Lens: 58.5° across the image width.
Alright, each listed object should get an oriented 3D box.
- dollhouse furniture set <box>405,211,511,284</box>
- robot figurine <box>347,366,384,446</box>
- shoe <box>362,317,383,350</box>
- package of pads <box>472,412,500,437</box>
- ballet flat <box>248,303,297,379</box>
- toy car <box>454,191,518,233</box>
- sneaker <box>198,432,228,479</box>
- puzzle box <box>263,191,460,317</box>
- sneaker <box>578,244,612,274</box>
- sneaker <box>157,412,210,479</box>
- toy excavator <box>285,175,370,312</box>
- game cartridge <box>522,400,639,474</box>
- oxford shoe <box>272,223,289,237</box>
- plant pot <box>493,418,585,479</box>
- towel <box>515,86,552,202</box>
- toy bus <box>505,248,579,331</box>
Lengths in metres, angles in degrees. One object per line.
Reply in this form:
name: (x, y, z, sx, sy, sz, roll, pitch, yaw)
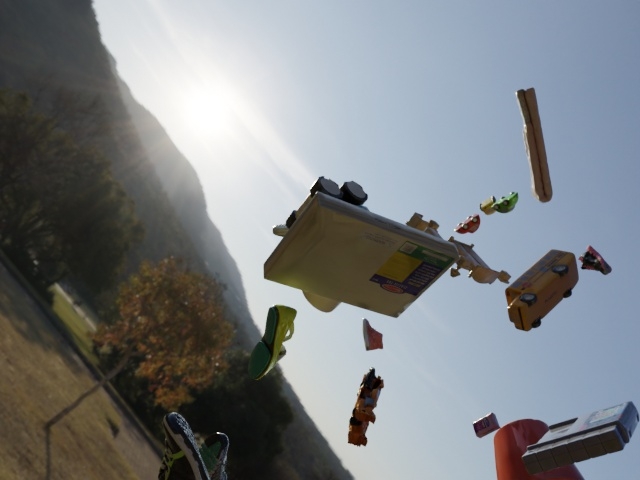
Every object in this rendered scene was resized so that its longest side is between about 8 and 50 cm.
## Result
dollhouse furniture set: (0.508, 0.080, 2.239, 0.355, 0.174, 0.303, 18, 27, -34)
robot figurine: (0.164, 0.588, 2.043, 0.085, 0.291, 0.211, 19, -66, 7)
shoe: (0.234, 0.419, 2.557, 0.178, 0.081, 0.064, -95, -176, -51)
package of pads: (0.534, 0.596, 1.843, 0.032, 0.083, 0.050, 34, 30, -33)
ballet flat: (-0.113, 0.256, 1.424, 0.077, 0.077, 0.231, 49, -52, 45)
toy car: (0.605, -0.104, 1.994, 0.053, 0.239, 0.225, 54, -33, -4)
sneaker: (-0.283, 0.604, 1.533, 0.098, 0.224, 0.083, 13, 22, -44)
puzzle box: (0.100, 0.052, 1.396, 0.408, 0.272, 0.052, 19, 40, -26)
sneaker: (0.687, 0.061, 1.440, 0.047, 0.057, 0.119, 42, 20, -14)
sneaker: (-0.260, 0.425, 1.042, 0.084, 0.097, 0.235, 38, -35, 61)
toy excavator: (0.052, 0.017, 1.910, 0.222, 0.432, 0.445, -50, -121, 31)
game cartridge: (0.653, 0.475, 1.410, 0.355, 0.230, 0.068, 5, 55, -56)
oxford shoe: (0.000, 0.000, 2.375, 0.169, 0.449, 0.130, 19, -80, 51)
plant pot: (0.686, 0.732, 1.842, 0.243, 0.274, 0.275, -93, 161, -54)
towel: (0.620, -0.267, 1.660, 0.332, 0.053, 0.317, -16, 95, -69)
toy bus: (0.723, 0.159, 1.882, 0.130, 0.332, 0.108, 17, -47, 52)
